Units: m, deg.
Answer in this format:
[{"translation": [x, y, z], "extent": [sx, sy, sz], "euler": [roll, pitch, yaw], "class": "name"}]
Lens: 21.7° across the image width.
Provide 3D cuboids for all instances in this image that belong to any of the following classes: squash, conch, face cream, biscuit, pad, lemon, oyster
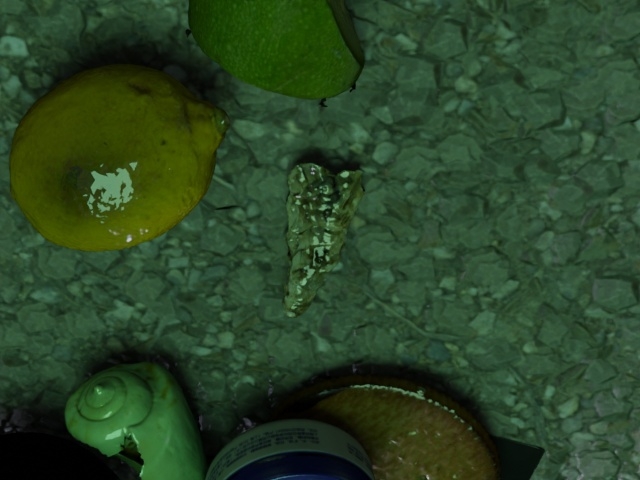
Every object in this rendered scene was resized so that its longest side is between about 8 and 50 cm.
[{"translation": [-0.015, -0.279, 1.590], "extent": [0.203, 0.111, 0.288], "euler": [15, 124, -9], "class": "squash"}, {"translation": [-0.199, 0.251, 1.962], "extent": [0.137, 0.143, 0.250], "euler": [-38, 119, -24], "class": "conch"}, {"translation": [-0.034, 0.308, 1.953], "extent": [0.206, 0.111, 0.206], "euler": [-4, 126, -6], "class": "face cream"}, {"translation": [0.071, 0.274, 2.025], "extent": [0.305, 0.038, 0.305], "euler": [4, 128, 6], "class": "biscuit"}, {"translation": [0.166, 0.271, 2.042], "extent": [0.193, 0.004, 0.116], "euler": [15, 126, -8], "class": "pad"}, {"translation": [-0.210, -0.084, 1.700], "extent": [0.257, 0.188, 0.188], "euler": [-20, 122, 20], "class": "lemon"}, {"translation": [0.000, -0.003, 1.818], "extent": [0.106, 0.061, 0.200], "euler": [-3, 126, 5], "class": "oyster"}]

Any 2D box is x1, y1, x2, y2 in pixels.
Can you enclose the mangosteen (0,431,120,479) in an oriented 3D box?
[{"translation": [-0.332, 0.370, 1.994], "extent": [0.313, 0.297, 0.297], "euler": [-6, 135, -37], "class": "mangosteen"}]
